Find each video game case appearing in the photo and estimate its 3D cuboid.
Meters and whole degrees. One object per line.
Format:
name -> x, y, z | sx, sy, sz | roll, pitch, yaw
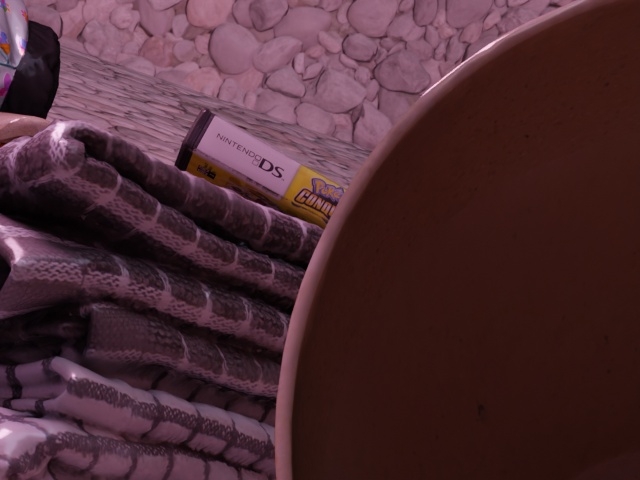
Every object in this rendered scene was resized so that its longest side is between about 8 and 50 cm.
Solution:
video game case -> 0.000, 0.000, 1.214 | 0.248, 0.035, 0.275 | 29, -11, -4

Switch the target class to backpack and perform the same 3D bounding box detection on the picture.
backpack -> -0.261, -0.134, 1.024 | 0.182, 0.115, 0.152 | 27, 10, -19

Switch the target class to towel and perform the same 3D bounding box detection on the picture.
towel -> -0.076, 0.047, 0.618 | 0.235, 0.121, 0.283 | 3, -13, 45

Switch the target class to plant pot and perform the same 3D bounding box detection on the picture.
plant pot -> 0.130, 0.092, 0.456 | 0.284, 0.284, 0.191 | 22, -26, 11

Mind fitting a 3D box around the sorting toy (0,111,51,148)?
sorting toy -> -0.126, -0.007, 0.841 | 0.196, 0.047, 0.347 | 36, -13, -30
